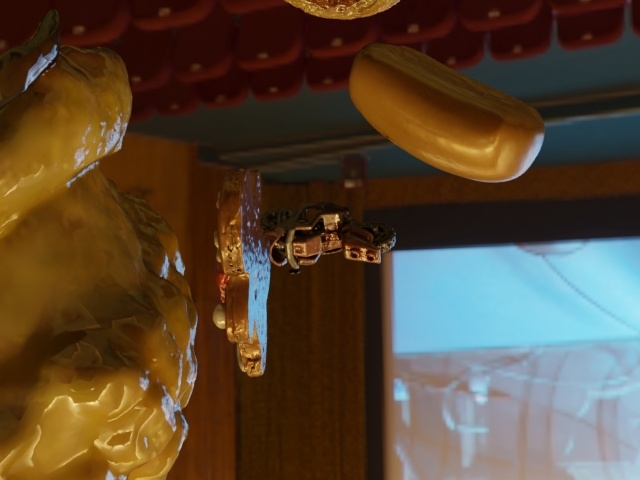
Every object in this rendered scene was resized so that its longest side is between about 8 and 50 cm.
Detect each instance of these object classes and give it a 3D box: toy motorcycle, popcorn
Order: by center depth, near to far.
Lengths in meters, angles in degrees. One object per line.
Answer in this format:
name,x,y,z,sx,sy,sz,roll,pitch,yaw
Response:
popcorn,-0.224,0.028,0.718,0.349,0.349,0.382,2,129,-23
toy motorcycle,0.000,0.000,1.594,0.212,0.084,0.118,9,-146,19

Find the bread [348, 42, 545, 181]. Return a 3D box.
bread,0.128,-0.132,1.152,0.217,0.098,0.147,31,-162,26

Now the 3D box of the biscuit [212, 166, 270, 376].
biscuit,-0.096,0.023,1.281,0.047,0.216,0.340,0,159,3

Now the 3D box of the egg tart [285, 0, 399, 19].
egg tart,0.026,-0.511,1.738,0.319,0.319,0.128,-3,-147,13
